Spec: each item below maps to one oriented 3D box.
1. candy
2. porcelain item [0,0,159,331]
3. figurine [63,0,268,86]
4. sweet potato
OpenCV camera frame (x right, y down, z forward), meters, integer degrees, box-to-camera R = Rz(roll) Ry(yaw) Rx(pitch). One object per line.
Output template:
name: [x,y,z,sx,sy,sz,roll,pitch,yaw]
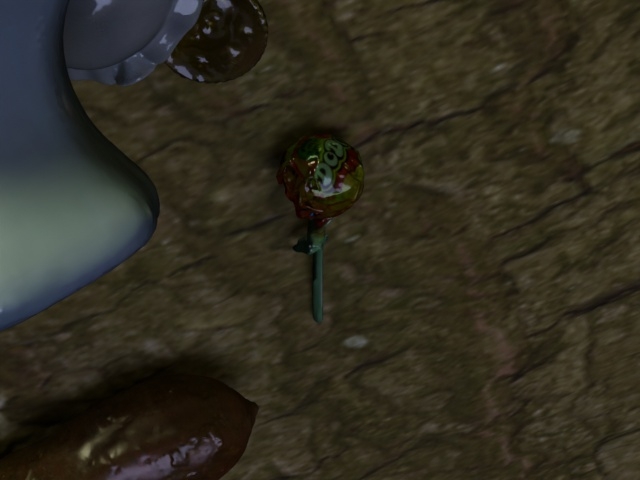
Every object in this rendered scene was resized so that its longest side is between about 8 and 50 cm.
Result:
candy: [0.000,0.000,0.977,0.060,0.060,0.201,-13,143,-12]
porcelain item: [-0.218,-0.153,0.501,0.242,0.178,0.405,-16,106,22]
figurine: [-0.152,-0.159,0.680,0.271,0.143,0.143,19,122,-26]
sweet potato: [-0.185,0.177,1.032,0.292,0.097,0.097,-22,137,3]
